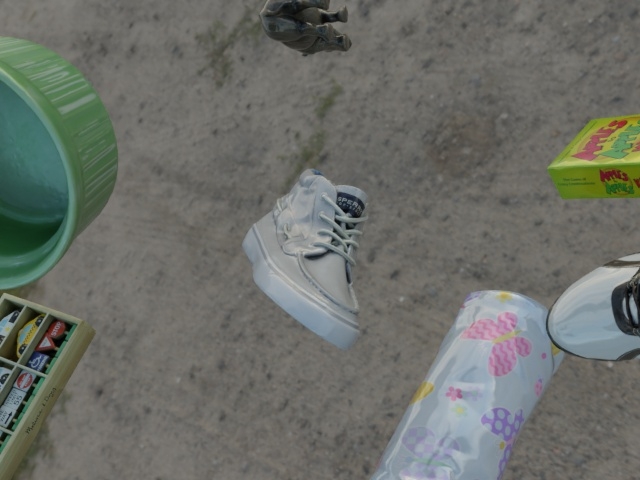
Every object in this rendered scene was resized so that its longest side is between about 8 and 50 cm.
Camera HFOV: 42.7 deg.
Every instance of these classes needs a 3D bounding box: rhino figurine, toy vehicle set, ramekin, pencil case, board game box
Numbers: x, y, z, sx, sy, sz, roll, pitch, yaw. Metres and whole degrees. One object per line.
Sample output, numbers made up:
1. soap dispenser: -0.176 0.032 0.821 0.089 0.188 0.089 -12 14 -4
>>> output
1. rhino figurine: -0.013 -0.308 1.190 0.106 0.243 0.073 3 93 15
2. toy vehicle set: -0.447 0.213 1.141 0.165 0.035 0.267 12 63 27
3. ramekin: -0.403 -0.105 1.015 0.303 0.303 0.148 -36 10 27
4. pencil case: 0.150 0.177 0.813 0.273 0.124 0.113 -56 -11 -32
5. board game box: 0.326 -0.085 0.806 0.092 0.043 0.181 -44 24 -24

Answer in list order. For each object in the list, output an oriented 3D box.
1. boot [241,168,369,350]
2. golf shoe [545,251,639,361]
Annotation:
1. boot: 0.000 0.000 0.783 0.123 0.095 0.258 -54 26 5
2. golf shoe: 0.233 0.037 0.549 0.198 0.093 0.077 -21 74 37
